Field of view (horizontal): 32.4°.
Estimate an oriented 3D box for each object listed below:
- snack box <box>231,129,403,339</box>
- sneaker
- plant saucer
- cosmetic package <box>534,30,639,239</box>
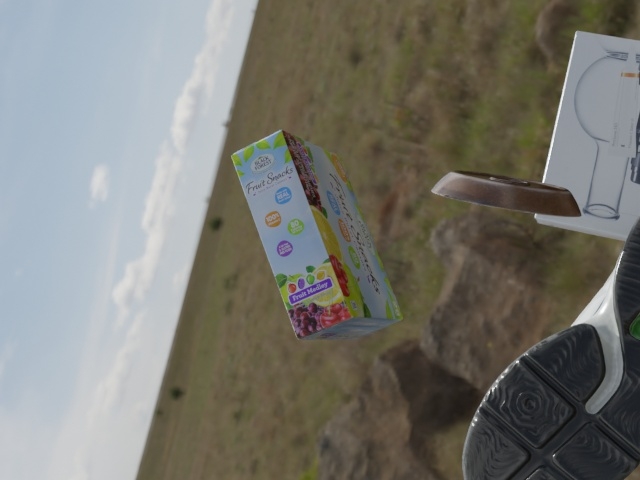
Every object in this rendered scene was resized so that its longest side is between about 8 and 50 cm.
[{"bbox_3d":[0.000,0.000,1.172,0.174,0.070,0.207,15,-126,-68],"label":"snack box"},{"bbox_3d":[0.352,0.135,1.234,0.447,0.169,0.257,-54,-24,13],"label":"sneaker"},{"bbox_3d":[0.209,-0.055,1.229,0.168,0.168,0.029,-106,23,-80],"label":"plant saucer"},{"bbox_3d":[0.525,-0.126,1.583,0.097,0.377,0.284,10,-88,-75],"label":"cosmetic package"}]
